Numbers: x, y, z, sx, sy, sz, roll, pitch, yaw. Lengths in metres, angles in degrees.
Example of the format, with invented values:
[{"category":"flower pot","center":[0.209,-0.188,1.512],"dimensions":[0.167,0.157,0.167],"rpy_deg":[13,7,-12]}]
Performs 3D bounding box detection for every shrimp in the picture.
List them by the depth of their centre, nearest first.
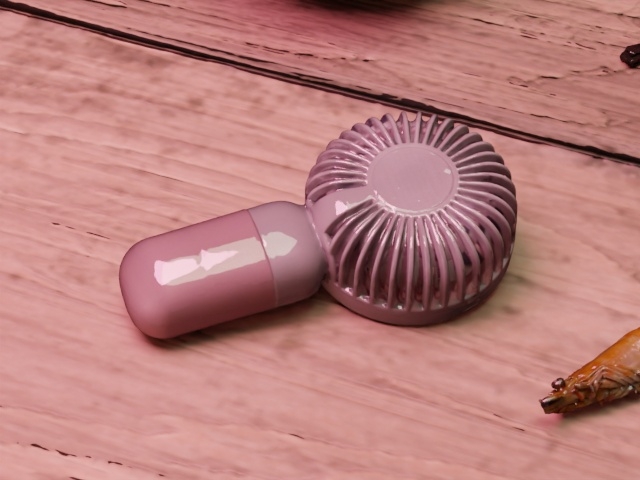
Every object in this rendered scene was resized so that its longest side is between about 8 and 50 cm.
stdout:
[{"category":"shrimp","center":[0.184,0.086,0.803],"dimensions":[0.127,0.025,0.091],"rpy_deg":[-14,47,-20]}]

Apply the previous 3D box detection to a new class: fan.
[{"category":"fan","center":[0.000,0.000,0.861],"dimensions":[0.244,0.074,0.130],"rpy_deg":[-16,57,-10]}]

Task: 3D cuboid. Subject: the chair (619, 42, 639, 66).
[{"category":"chair","center":[0.335,-0.180,1.031],"dimensions":[0.229,0.113,0.106],"rpy_deg":[-28,53,-23]}]
